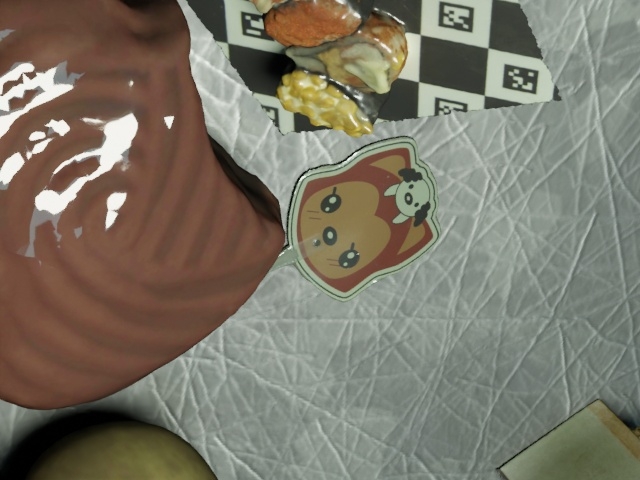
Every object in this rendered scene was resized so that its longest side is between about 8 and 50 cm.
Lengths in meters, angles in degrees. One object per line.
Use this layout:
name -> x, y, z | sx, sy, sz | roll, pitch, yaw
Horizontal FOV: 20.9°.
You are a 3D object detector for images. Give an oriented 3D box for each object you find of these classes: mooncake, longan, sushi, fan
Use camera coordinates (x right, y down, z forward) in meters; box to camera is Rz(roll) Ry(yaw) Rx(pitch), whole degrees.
mooncake -> -0.173, -0.039, 1.227 | 0.333, 0.174, 0.326 | 2, 114, -25
longan -> -0.168, 0.252, 1.381 | 0.196, 0.196, 0.220 | 37, 94, -35
sushi -> 0.002, -0.168, 1.204 | 0.264, 0.050, 0.290 | -5, 136, 31
fan -> 0.000, 0.000, 1.427 | 0.220, 0.009, 0.132 | -27, 123, -10

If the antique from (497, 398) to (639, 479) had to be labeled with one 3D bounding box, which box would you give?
antique -> 0.277, 0.257, 1.618 | 0.148, 0.147, 0.152 | -36, 126, -5
